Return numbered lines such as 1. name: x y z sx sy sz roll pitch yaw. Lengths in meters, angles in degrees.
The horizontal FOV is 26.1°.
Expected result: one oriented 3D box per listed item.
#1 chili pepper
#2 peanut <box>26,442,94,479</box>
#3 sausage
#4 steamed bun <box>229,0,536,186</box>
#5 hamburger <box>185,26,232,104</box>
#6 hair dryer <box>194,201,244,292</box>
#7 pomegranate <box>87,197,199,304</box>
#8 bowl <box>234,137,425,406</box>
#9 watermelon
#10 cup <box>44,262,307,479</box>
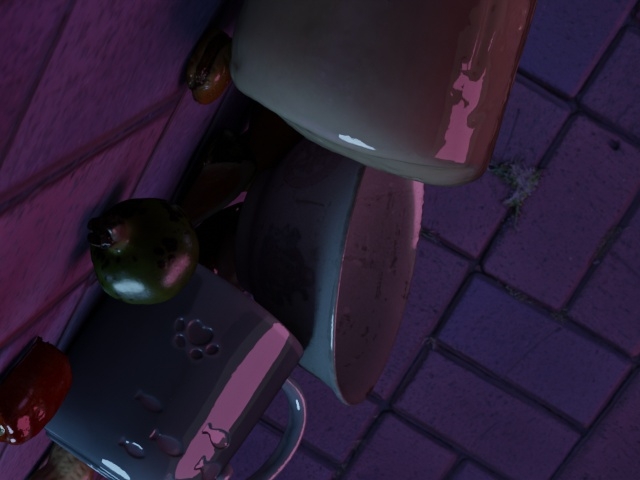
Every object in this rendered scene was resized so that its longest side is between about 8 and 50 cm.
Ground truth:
1. chili pepper: -0.318 0.171 1.504 0.073 0.070 0.123 -39 -168 39
2. peanut: -0.394 0.366 2.061 0.187 0.082 0.082 -57 177 -33
3. sausage: -0.044 -0.193 1.996 0.354 0.116 0.134 -56 -173 31
4. steamed bun: 0.078 -0.268 1.413 0.456 0.290 0.371 -35 141 -79
5. hamburger: -0.116 -0.185 1.477 0.076 0.044 0.083 -58 180 -11
6. hair dryer: -0.228 0.080 2.061 0.312 0.123 0.340 -48 169 14
7. pomegranate: -0.198 0.005 1.475 0.122 0.122 0.161 -58 151 -3
8. bowl: 0.000 0.000 1.945 0.435 0.196 0.435 11 90 -73
9. watermelon: -0.148 -0.086 1.896 0.119 0.063 0.245 -37 174 -23
10. cup: -0.171 0.215 1.797 0.274 0.356 0.259 -54 -148 -14
